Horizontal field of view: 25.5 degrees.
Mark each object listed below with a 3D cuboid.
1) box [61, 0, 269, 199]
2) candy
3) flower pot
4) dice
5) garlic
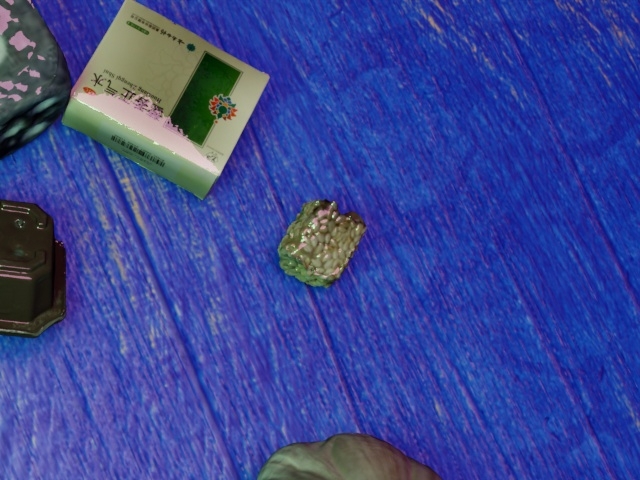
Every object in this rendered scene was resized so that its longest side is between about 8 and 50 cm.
[{"bbox_3d":[-0.198,-0.178,1.802,0.212,0.095,0.168,28,68,-7],"label":"box"},{"bbox_3d":[0.000,0.000,1.812,0.095,0.085,0.110,30,75,-14],"label":"candy"},{"bbox_3d":[-0.413,0.012,1.633,0.250,0.084,0.179,7,45,-16],"label":"flower pot"},{"bbox_3d":[-0.418,-0.197,1.685,0.181,0.183,0.182,-32,85,-27],"label":"dice"},{"bbox_3d":[0.041,0.370,1.601,0.317,0.259,0.317,7,70,-21],"label":"garlic"}]
